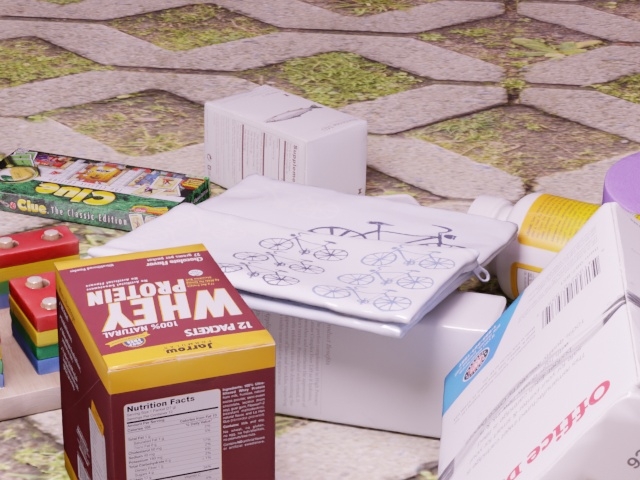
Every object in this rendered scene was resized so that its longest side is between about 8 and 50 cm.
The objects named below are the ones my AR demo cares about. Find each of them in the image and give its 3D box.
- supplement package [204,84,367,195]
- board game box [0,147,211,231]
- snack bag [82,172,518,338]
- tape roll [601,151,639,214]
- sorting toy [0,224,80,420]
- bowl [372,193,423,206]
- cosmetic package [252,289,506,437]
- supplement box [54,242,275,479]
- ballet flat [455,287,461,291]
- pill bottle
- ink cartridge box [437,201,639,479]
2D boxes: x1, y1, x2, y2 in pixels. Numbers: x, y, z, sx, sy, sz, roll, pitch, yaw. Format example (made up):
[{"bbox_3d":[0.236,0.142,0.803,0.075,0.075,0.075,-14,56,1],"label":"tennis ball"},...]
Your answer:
[{"bbox_3d":[-0.043,-0.107,1.923,0.179,0.105,0.105,23,32,39],"label":"supplement package"},{"bbox_3d":[-0.275,-0.059,1.904,0.260,0.030,0.136,9,28,17],"label":"board game box"},{"bbox_3d":[0.000,0.000,1.510,0.323,0.037,0.342,10,19,24],"label":"snack bag"},{"bbox_3d":[0.445,-0.016,1.764,0.275,0.090,0.275,0,25,0],"label":"tape roll"},{"bbox_3d":[-0.321,0.070,1.541,0.256,0.089,0.257,-11,27,-24],"label":"sorting toy"},{"bbox_3d":[0.069,-0.007,1.773,0.142,0.053,0.142,-6,27,-13],"label":"bowl"},{"bbox_3d":[0.046,0.101,1.456,0.231,0.117,0.085,8,23,12],"label":"cosmetic package"},{"bbox_3d":[-0.126,0.133,1.284,0.129,0.194,0.191,-8,26,-19],"label":"supplement box"},{"bbox_3d":[-0.014,0.040,1.577,0.316,0.107,0.106,7,-3,15],"label":"ballet flat"},{"bbox_3d":[0.253,0.016,1.649,0.208,0.117,0.117,13,27,27],"label":"pill bottle"},{"bbox_3d":[0.202,0.140,1.221,0.129,0.223,0.307,36,23,-10],"label":"ink cartridge box"}]
